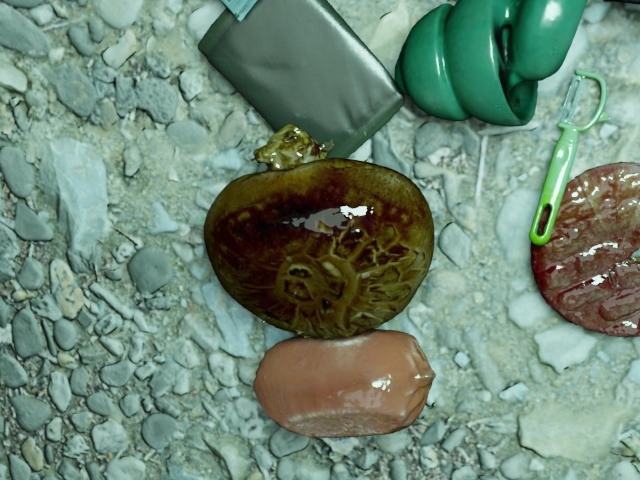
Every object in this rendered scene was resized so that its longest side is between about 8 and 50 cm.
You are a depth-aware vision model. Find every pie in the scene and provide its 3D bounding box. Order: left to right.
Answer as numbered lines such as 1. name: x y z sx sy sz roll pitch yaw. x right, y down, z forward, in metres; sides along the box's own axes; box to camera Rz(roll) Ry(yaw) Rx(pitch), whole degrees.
1. pie: 0.358 0.013 0.926 0.204 0.054 0.219 -11 104 19

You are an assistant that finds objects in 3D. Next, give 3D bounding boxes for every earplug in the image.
1. earplug: 0.196 -0.253 0.843 0.280 0.164 0.258 -16 94 31

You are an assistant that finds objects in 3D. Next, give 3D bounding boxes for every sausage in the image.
1. sausage: 0.033 0.194 1.028 0.254 0.148 0.148 -15 101 22

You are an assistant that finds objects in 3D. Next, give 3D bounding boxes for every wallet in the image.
1. wallet: -0.024 -0.217 0.979 0.168 0.052 0.245 -40 95 23

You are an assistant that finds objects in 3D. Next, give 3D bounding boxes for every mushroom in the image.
1. mushroom: -0.005 0.002 0.955 0.296 0.163 0.278 -14 111 22

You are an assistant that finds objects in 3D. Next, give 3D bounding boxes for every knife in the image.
1. knife: 0.292 -0.093 0.897 0.054 0.015 0.212 18 91 20

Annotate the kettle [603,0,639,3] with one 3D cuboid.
1. kettle: 0.379 -0.366 0.699 0.203 0.262 0.308 27 118 46

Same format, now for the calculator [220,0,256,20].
1. calculator: -0.133 -0.348 0.957 0.057 0.018 0.172 -48 67 23
